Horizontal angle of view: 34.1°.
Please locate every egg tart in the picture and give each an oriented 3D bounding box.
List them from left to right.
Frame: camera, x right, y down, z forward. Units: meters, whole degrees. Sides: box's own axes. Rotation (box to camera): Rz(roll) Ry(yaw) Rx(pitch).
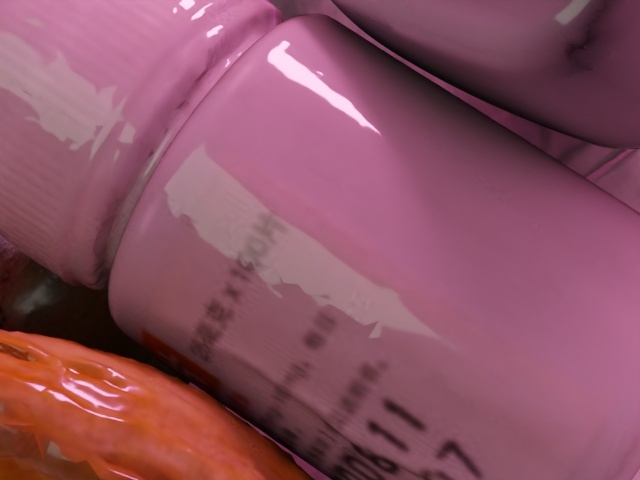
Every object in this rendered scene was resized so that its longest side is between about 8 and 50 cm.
[{"bbox_3d":[-0.171,0.202,0.596,0.443,0.443,0.178,-1,53,29],"label":"egg tart"}]

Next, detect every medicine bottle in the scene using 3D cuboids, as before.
[{"bbox_3d":[0.000,0.000,0.566,0.371,0.211,0.211,33,104,8],"label":"medicine bottle"}]

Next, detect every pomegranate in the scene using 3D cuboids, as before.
[{"bbox_3d":[-0.146,0.017,0.727,0.181,0.181,0.224,20,84,28],"label":"pomegranate"}]

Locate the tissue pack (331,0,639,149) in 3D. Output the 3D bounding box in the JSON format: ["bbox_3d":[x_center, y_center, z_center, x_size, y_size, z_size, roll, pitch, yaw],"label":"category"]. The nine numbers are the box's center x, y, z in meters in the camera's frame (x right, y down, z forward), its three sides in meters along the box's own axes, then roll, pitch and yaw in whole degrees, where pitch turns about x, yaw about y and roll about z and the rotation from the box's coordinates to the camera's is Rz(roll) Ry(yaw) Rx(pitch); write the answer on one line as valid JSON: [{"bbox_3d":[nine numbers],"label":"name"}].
[{"bbox_3d":[0.163,-0.221,0.533,0.229,0.236,0.333,31,102,36],"label":"tissue pack"}]
